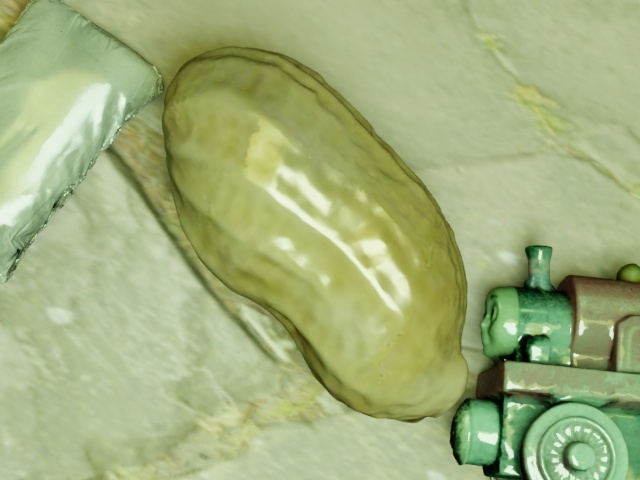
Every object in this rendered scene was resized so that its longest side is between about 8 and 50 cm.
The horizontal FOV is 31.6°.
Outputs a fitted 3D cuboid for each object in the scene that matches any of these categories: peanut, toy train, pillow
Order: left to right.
[{"bbox_3d":[-0.241,-0.083,0.915,0.128,0.051,0.229,39,83,-7],"label":"pillow"},{"bbox_3d":[0.004,-0.004,0.886,0.340,0.158,0.174,44,84,-2],"label":"peanut"},{"bbox_3d":[0.259,0.120,0.928,0.304,0.150,0.222,5,78,-5],"label":"toy train"}]
